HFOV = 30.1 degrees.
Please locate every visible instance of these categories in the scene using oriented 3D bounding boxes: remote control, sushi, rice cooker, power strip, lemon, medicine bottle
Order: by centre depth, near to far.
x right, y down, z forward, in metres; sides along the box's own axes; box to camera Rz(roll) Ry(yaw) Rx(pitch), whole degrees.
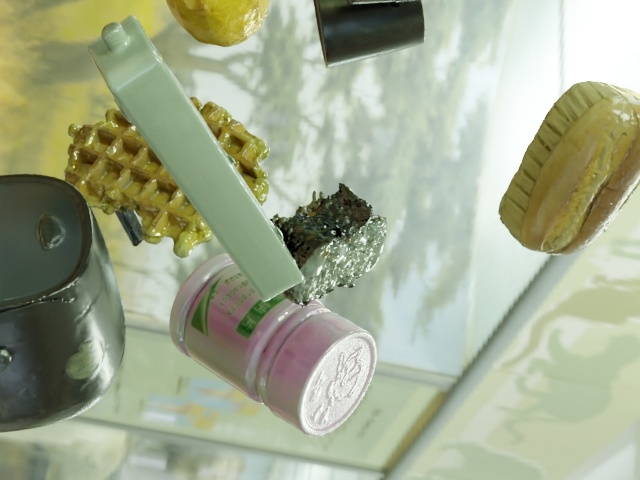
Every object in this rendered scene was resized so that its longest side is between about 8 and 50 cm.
[{"bbox_3d":[-0.122,-0.077,1.198,0.091,0.062,0.385,58,0,43],"label":"power strip"},{"bbox_3d":[-0.113,-0.273,1.284,0.155,0.114,0.114,52,44,-64],"label":"lemon"},{"bbox_3d":[-0.344,0.074,1.307,0.224,0.267,0.267,90,4,-46],"label":"rice cooker"},{"bbox_3d":[0.000,0.000,1.741,0.212,0.115,0.147,-25,142,-43],"label":"sushi"},{"bbox_3d":[-0.298,-0.038,1.850,0.039,0.014,0.096,-54,127,-47],"label":"remote control"},{"bbox_3d":[-0.086,0.177,2.089,0.212,0.325,0.212,-32,137,-36],"label":"medicine bottle"}]

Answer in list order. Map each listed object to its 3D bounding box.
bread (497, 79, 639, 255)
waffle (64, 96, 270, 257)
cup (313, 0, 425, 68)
[{"bbox_3d":[0.327,-0.083,1.491,0.236,0.140,0.106,-64,-145,29],"label":"bread"},{"bbox_3d":[-0.219,-0.102,1.669,0.301,0.281,0.058,41,-30,33],"label":"waffle"},{"bbox_3d":[0.085,-0.379,2.027,0.239,0.176,0.166,-101,-178,-69],"label":"cup"}]
